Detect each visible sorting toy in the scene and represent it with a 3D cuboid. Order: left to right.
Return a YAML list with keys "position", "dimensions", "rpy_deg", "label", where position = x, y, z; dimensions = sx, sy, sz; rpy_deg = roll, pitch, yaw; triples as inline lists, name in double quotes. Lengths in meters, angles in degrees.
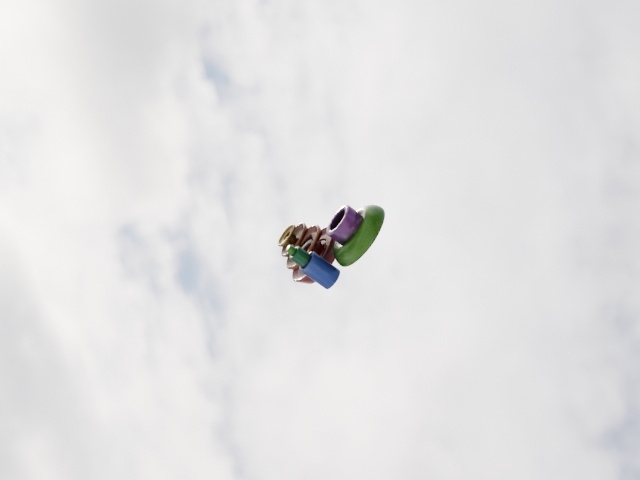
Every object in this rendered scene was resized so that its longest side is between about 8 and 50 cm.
- position: [0.000, 0.000, 1.335]
  dimensions: [0.042, 0.061, 0.102]
  rpy_deg: [35, -38, -18]
  label: "sorting toy"
